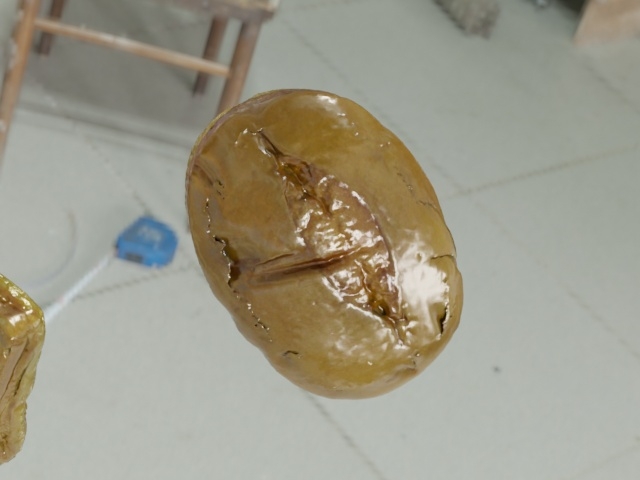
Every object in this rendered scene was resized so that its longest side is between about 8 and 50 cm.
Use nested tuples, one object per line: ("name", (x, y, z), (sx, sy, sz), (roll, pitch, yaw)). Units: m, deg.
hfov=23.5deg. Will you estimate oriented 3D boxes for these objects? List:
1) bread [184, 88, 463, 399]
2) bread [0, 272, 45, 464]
("bread", (0.000, 0.000, 1.258), (0.195, 0.269, 0.142), (-31, 20, -5))
("bread", (-0.375, 0.138, 1.705), (0.139, 0.271, 0.077), (40, 48, 21))
